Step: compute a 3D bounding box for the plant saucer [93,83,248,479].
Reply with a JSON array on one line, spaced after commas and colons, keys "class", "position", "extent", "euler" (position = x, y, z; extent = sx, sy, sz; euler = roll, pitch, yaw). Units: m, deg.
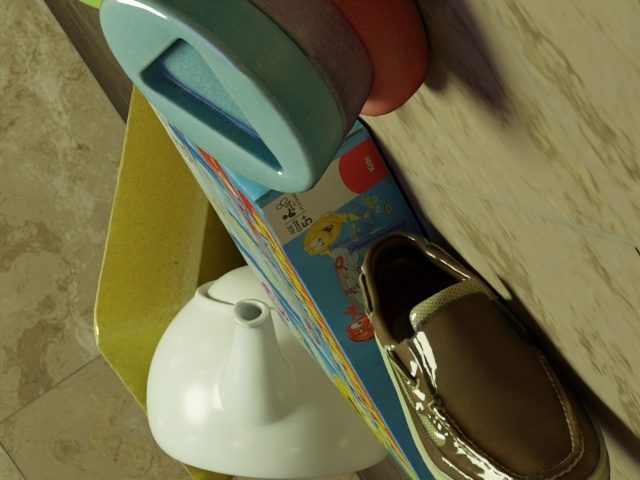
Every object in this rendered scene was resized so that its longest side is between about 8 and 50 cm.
[{"class": "plant saucer", "position": [-0.113, 0.041, 2.002], "extent": [0.333, 0.081, 0.333], "euler": [63, -153, -51]}]

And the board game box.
[{"class": "board game box", "position": [0.000, 0.000, 1.419], "extent": [0.308, 0.086, 0.302], "euler": [60, 173, -33]}]

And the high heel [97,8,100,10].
[{"class": "high heel", "position": [-0.137, -0.210, 1.416], "extent": [0.117, 0.082, 0.244], "euler": [-115, 11, -48]}]

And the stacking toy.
[{"class": "stacking toy", "position": [-0.113, -0.120, 0.982], "extent": [0.309, 0.130, 0.279], "euler": [39, 163, 1]}]

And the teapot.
[{"class": "teapot", "position": [-0.037, 0.096, 1.777], "extent": [0.256, 0.252, 0.187], "euler": [14, 105, 52]}]

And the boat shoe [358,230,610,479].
[{"class": "boat shoe", "position": [0.081, 0.072, 1.148], "extent": [0.257, 0.095, 0.095], "euler": [47, 163, 59]}]
